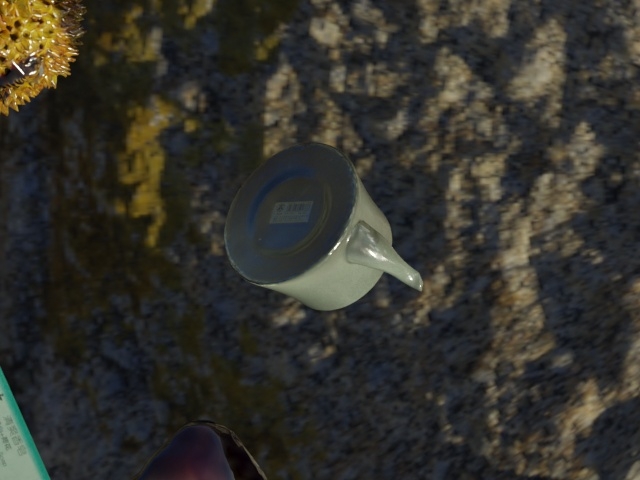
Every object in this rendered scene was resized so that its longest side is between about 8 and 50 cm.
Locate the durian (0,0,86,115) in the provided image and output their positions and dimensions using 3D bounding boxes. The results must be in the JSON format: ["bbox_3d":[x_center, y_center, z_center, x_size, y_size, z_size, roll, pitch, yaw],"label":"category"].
[{"bbox_3d":[-0.201,-0.151,0.813,0.168,0.137,0.158,52,143,13],"label":"durian"}]

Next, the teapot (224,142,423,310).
[{"bbox_3d":[0.000,0.000,1.501,0.239,0.149,0.162,16,75,42],"label":"teapot"}]

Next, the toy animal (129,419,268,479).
[{"bbox_3d":[-0.049,0.170,0.403,0.302,0.344,0.194,-31,85,-5],"label":"toy animal"}]

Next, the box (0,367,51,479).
[{"bbox_3d":[-0.282,0.206,1.067,0.092,0.153,0.245,-35,77,43],"label":"box"}]
